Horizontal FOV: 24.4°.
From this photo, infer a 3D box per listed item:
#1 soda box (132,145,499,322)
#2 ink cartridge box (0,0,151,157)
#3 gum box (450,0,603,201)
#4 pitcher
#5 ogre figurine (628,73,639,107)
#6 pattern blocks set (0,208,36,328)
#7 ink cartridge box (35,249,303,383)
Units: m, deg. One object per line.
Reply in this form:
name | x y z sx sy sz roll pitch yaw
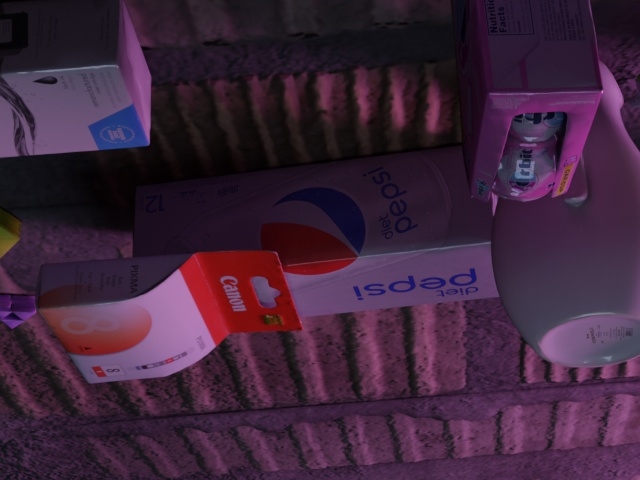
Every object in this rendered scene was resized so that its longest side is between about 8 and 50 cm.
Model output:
soda box | 0.000 0.000 1.171 0.286 0.091 0.098 -6 151 9
ink cartridge box | -0.211 -0.105 0.990 0.180 0.060 0.104 -4 153 4
gum box | 0.111 -0.123 0.840 0.062 0.188 0.107 -2 152 -1
pitcher | 0.170 -0.035 0.996 0.126 0.207 0.177 -10 150 13
ogre figurine | 0.276 -0.129 0.953 0.118 0.096 0.197 -9 173 -26
pattern blocks set | -0.382 0.020 1.254 0.285 0.026 0.325 -19 148 29
ink cartridge box | -0.112 0.062 1.138 0.179 0.045 0.145 -2 152 7
